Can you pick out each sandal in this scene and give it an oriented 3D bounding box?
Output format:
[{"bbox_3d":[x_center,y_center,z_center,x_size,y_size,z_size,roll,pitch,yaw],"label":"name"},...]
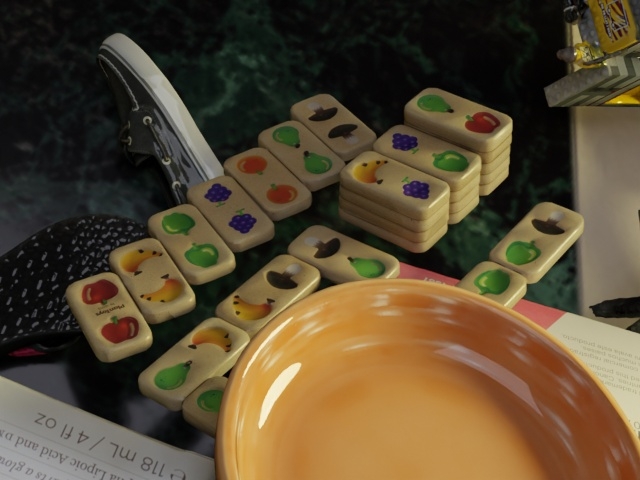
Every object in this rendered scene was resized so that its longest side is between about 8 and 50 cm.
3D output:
[{"bbox_3d":[-0.164,0.036,0.830,0.179,0.040,0.067,-20,71,-1],"label":"sandal"}]

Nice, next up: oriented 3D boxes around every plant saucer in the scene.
[{"bbox_3d":[0.049,0.105,0.642,0.200,0.037,0.200,12,49,-14],"label":"plant saucer"}]

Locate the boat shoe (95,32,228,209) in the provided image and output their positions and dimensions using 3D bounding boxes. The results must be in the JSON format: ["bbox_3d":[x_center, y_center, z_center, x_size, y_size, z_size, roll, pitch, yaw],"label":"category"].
[{"bbox_3d":[-0.093,-0.056,0.863,0.040,0.049,0.142,-32,83,-18],"label":"boat shoe"}]

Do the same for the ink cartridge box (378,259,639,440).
[{"bbox_3d":[0.094,0.164,0.727,0.207,0.117,0.283,17,42,-5],"label":"ink cartridge box"}]

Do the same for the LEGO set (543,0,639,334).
[{"bbox_3d":[0.244,-0.087,0.823,0.192,0.255,0.331,-4,83,-40],"label":"LEGO set"}]

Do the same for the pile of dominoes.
[{"bbox_3d":[0.000,0.000,0.767,0.196,0.040,0.251,25,47,29],"label":"pile of dominoes"}]

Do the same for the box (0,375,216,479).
[{"bbox_3d":[-0.159,0.141,0.715,0.181,0.182,0.119,22,69,-3],"label":"box"}]
